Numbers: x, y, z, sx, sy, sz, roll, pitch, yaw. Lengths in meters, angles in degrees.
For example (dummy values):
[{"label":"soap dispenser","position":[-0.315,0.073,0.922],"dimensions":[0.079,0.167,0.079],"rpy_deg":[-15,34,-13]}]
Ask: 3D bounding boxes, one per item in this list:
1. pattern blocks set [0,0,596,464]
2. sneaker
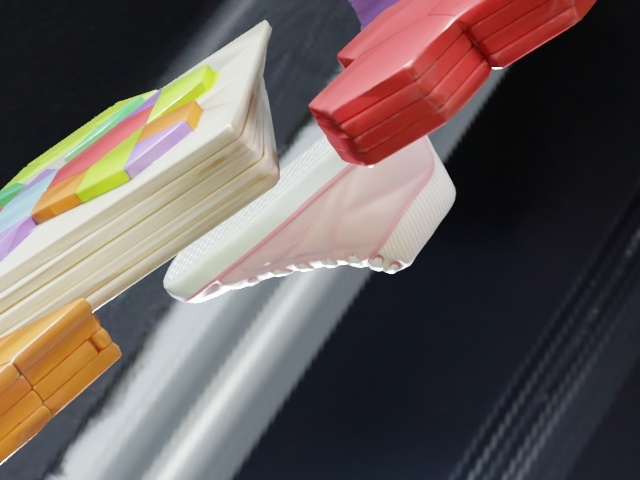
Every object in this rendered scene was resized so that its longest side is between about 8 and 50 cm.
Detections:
[{"label":"pattern blocks set","position":[-0.085,-0.001,0.461],"dimensions":[0.325,0.285,0.026],"rpy_deg":[-36,-75,-2]},{"label":"sneaker","position":[0.000,0.000,0.654],"dimensions":[0.134,0.051,0.070],"rpy_deg":[-37,-72,4]}]
